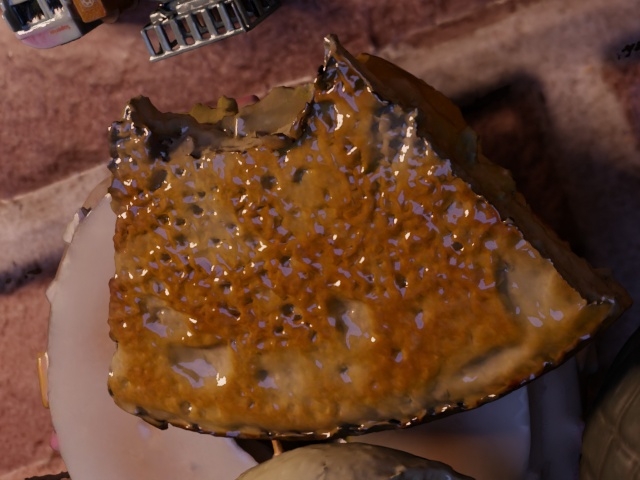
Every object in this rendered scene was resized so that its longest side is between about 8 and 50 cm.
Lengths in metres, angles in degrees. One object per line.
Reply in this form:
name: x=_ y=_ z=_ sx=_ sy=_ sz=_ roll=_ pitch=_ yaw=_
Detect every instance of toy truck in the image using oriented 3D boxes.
toy truck: x=-0.127 y=-0.173 z=1.170 sx=0.178 sy=0.080 sz=0.115 roll=-13 pitch=109 yaw=30

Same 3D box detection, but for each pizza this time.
pizza: x=0.000 y=0.000 z=0.986 sx=0.323 sy=0.089 sz=0.223 roll=-13 pitch=107 yaw=29

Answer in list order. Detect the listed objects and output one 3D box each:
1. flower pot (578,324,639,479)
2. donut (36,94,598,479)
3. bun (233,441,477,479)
flower pot: x=0.289 y=0.149 z=0.941 sx=0.302 sy=0.213 sz=0.301 roll=2 pitch=108 yaw=7
donut: x=0.002 y=0.086 z=1.146 sx=0.383 sy=0.142 sz=0.382 roll=9 pitch=111 yaw=25
bun: x=0.016 y=0.218 z=1.007 sx=0.220 sy=0.134 sz=0.220 roll=9 pitch=126 yaw=13
